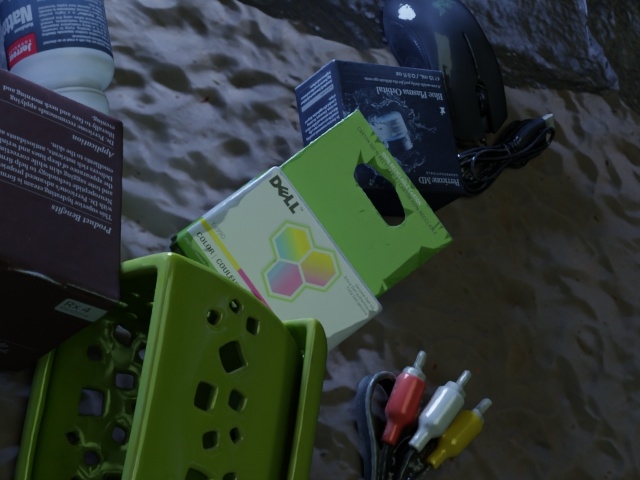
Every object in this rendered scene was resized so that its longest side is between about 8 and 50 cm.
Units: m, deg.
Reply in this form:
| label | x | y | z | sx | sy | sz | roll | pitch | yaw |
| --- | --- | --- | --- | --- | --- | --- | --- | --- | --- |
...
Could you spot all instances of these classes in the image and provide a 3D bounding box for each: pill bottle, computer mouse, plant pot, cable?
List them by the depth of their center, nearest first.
| label | x | y | z | sx | sy | sz | roll | pitch | yaw |
| --- | --- | --- | --- | --- | --- | --- | --- | --- | --- |
| plant pot | -0.129 | 0.156 | 1.306 | 0.207 | 0.228 | 0.227 | 20 | 70 | -34 |
| pill bottle | -0.266 | -0.196 | 1.446 | 0.108 | 0.108 | 0.180 | -1 | 71 | -33 |
| cable | 0.076 | 0.245 | 1.505 | 0.139 | 0.072 | 0.287 | 35 | 56 | -10 |
| computer mouse | 0.180 | -0.206 | 1.762 | 0.188 | 0.072 | 0.272 | -30 | 88 | -37 |

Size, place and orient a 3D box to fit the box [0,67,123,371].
| label | x | y | z | sx | sy | sz | roll | pitch | yaw |
| --- | --- | --- | --- | --- | --- | --- | --- | --- | --- |
| box | -0.292 | -0.021 | 1.285 | 0.168 | 0.167 | 0.203 | 24 | 49 | -36 |

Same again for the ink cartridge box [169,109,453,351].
| label | x | y | z | sx | sy | sz | roll | pitch | yaw |
| --- | --- | --- | --- | --- | --- | --- | --- | --- | --- |
| ink cartridge box | 0.000 | 0.000 | 1.482 | 0.255 | 0.097 | 0.188 | -37 | 93 | -11 |

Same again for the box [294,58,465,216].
| label | x | y | z | sx | sy | sz | roll | pitch | yaw |
| --- | --- | --- | --- | --- | --- | --- | --- | --- | --- |
| box | 0.068 | -0.114 | 1.638 | 0.156 | 0.093 | 0.158 | 1 | 71 | -33 |
